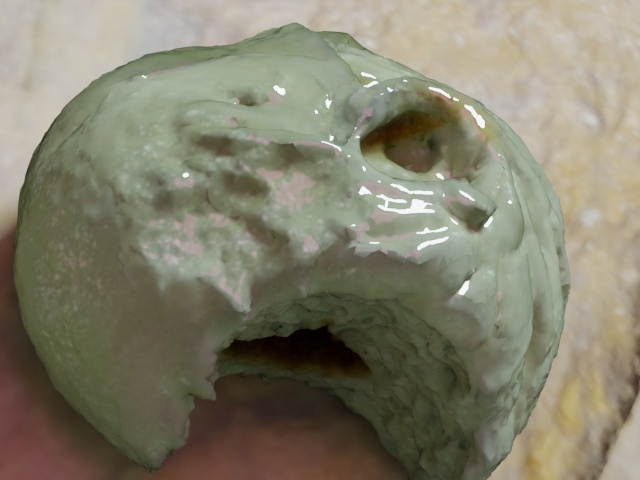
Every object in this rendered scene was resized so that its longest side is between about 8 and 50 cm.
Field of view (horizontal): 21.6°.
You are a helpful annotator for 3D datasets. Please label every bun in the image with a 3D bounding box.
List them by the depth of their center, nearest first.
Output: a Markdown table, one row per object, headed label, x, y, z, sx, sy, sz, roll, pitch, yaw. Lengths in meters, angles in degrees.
| label | x | y | z | sx | sy | sz | roll | pitch | yaw |
| --- | --- | --- | --- | --- | --- | --- | --- | --- | --- |
| bun | 0.000 | 0.000 | 0.613 | 0.212 | 0.126 | 0.204 | -19 | 63 | -37 |
